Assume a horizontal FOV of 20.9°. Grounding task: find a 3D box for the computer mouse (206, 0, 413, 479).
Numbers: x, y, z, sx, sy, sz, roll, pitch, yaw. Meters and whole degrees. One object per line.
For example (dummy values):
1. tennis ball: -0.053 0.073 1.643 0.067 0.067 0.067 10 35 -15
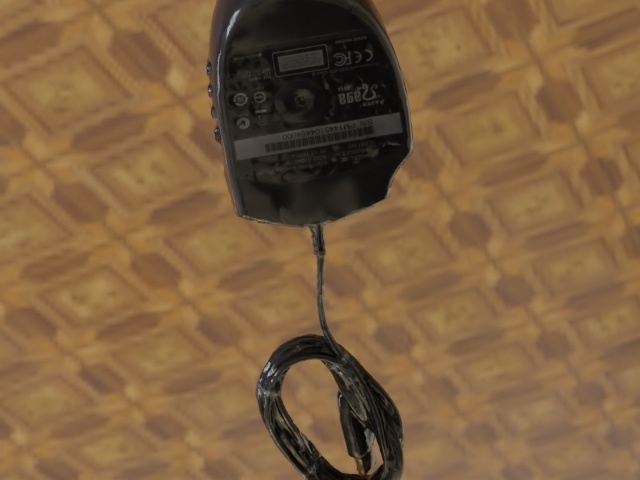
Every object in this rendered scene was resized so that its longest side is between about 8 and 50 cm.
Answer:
1. computer mouse: 0.000 0.000 0.660 0.071 0.041 0.242 -8 122 -4
